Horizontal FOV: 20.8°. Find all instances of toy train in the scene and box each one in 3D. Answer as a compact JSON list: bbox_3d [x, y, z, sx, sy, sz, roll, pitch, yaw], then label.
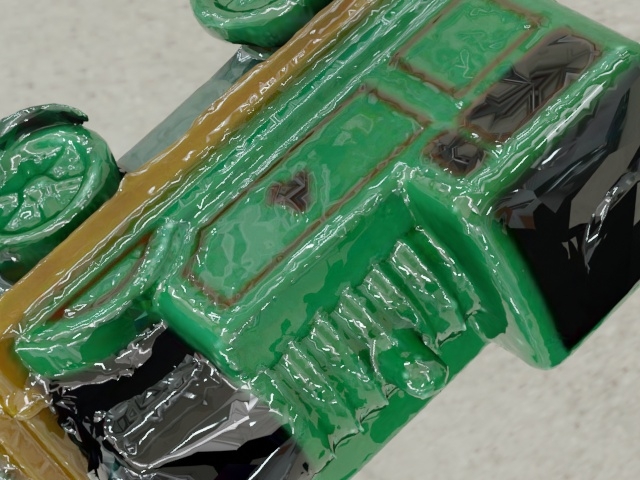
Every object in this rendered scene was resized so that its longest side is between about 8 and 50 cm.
[{"bbox_3d":[0.000,0.000,0.825,0.429,0.178,0.249,-43,44,-12],"label":"toy train"}]
